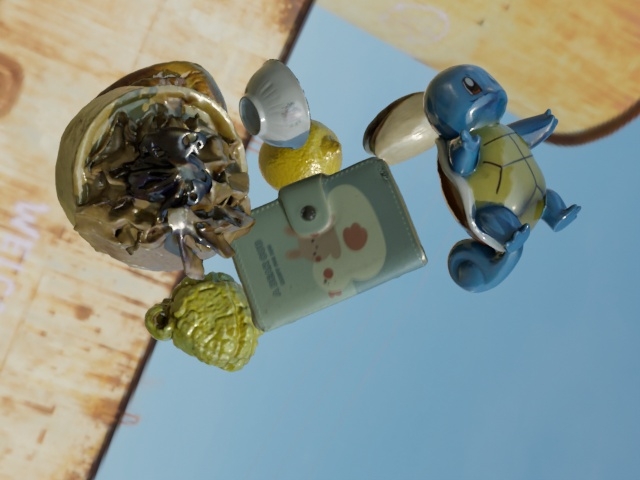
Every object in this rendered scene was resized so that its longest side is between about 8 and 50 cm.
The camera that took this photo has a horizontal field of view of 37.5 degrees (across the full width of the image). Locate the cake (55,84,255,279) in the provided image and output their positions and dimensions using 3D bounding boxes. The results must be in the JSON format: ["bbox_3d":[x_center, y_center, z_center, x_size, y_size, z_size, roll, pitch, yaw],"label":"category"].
[{"bbox_3d":[-0.247,-0.099,1.552,0.321,0.332,0.332,16,-97,56],"label":"cake"}]

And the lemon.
[{"bbox_3d":[-0.049,-0.195,2.236,0.244,0.187,0.187,-7,-121,40],"label":"lemon"}]

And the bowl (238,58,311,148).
[{"bbox_3d":[-0.107,-0.259,1.878,0.189,0.086,0.189,38,-39,40],"label":"bowl"}]

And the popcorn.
[{"bbox_3d":[-0.275,0.187,2.349,0.225,0.286,0.174,-63,173,-8],"label":"popcorn"}]

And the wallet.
[{"bbox_3d":[0.000,0.000,1.790,0.083,0.360,0.252,24,45,-73],"label":"wallet"}]

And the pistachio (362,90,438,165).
[{"bbox_3d":[0.198,-0.257,2.129,0.215,0.144,0.144,-33,-166,-11],"label":"pistachio"}]

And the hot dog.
[{"bbox_3d":[-0.406,-0.229,2.021,0.405,0.223,0.185,-33,-107,25],"label":"hot dog"}]

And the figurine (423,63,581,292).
[{"bbox_3d":[0.313,-0.103,1.645,0.243,0.298,0.416,8,-68,51],"label":"figurine"}]
